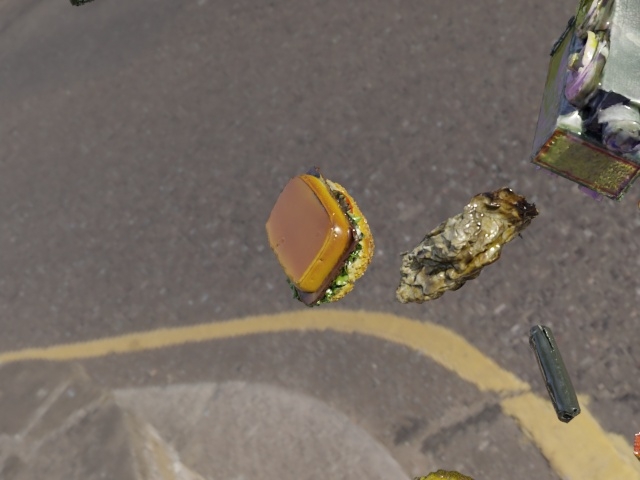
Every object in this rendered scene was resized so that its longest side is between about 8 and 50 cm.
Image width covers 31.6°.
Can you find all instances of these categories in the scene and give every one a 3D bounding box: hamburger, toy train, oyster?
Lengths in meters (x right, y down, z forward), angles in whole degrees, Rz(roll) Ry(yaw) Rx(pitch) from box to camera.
[{"bbox_3d":[0.000,0.000,1.354,0.137,0.087,0.166,-55,38,23],"label":"hamburger"},{"bbox_3d":[0.328,-0.182,1.282,0.177,0.134,0.260,120,173,-50],"label":"toy train"},{"bbox_3d":[0.151,0.012,1.186,0.177,0.105,0.056,-31,60,9],"label":"oyster"}]

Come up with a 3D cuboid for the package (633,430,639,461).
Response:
[{"bbox_3d":[0.533,0.401,1.512,0.223,0.108,0.288,0,74,17],"label":"package"}]

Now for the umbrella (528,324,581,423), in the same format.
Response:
[{"bbox_3d":[0.286,0.163,1.395,0.036,0.031,0.133,-34,49,27],"label":"umbrella"}]

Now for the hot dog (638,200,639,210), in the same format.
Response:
[{"bbox_3d":[0.380,-0.047,1.220,0.083,0.037,0.021,-36,17,-12],"label":"hot dog"}]

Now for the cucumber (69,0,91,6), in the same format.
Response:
[{"bbox_3d":[-0.223,-0.381,1.510,0.257,0.043,0.044,-23,-12,1],"label":"cucumber"}]

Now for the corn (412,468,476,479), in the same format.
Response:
[{"bbox_3d":[0.306,0.484,1.846,0.363,0.120,0.120,25,65,21],"label":"corn"}]
